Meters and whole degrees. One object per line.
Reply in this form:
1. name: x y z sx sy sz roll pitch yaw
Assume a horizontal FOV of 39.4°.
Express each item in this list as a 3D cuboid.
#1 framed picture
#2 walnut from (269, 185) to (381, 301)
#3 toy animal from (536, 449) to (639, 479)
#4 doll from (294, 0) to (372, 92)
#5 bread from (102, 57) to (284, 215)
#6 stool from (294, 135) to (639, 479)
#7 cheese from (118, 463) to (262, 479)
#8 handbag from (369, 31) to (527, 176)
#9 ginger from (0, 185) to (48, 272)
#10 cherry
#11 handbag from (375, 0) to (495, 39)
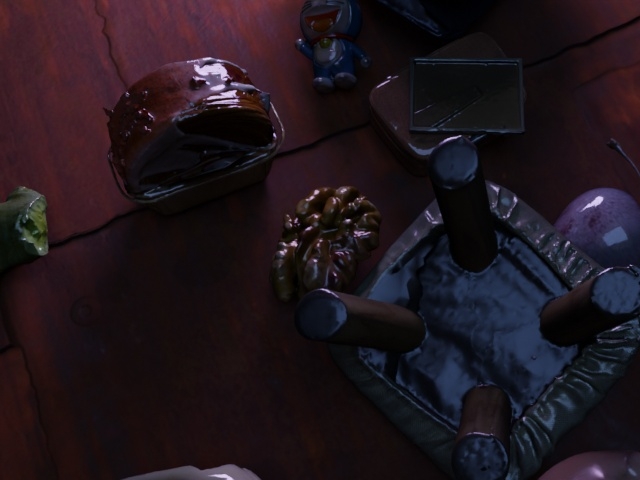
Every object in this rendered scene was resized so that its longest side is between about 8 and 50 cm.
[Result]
1. framed picture: 0.189 -0.189 1.162 0.149 0.011 0.109 2 70 4
2. walnut: 0.000 0.000 1.123 0.143 0.069 0.170 4 60 39
3. toy animal: 0.243 0.364 0.935 0.237 0.269 0.326 45 46 15
4. doll: 0.016 -0.284 1.242 0.114 0.085 0.152 -5 80 21
5. bread: -0.158 -0.125 1.126 0.224 0.212 0.142 -22 66 -6
6. stool: 0.167 0.093 0.990 0.310 0.226 0.310 41 93 21
7. cheese: -0.151 0.372 0.971 0.266 0.127 0.233 -12 68 15
8. handbag: 0.172 -0.177 1.202 0.193 0.072 0.151 -27 72 -8
9. ginger: -0.487 0.014 1.161 0.290 0.089 0.137 -29 90 -3
10. cherry: 0.337 -0.023 1.128 0.148 0.115 0.188 -40 60 30
11. handbag: 0.140 -0.461 1.264 0.329 0.122 0.303 33 63 18
